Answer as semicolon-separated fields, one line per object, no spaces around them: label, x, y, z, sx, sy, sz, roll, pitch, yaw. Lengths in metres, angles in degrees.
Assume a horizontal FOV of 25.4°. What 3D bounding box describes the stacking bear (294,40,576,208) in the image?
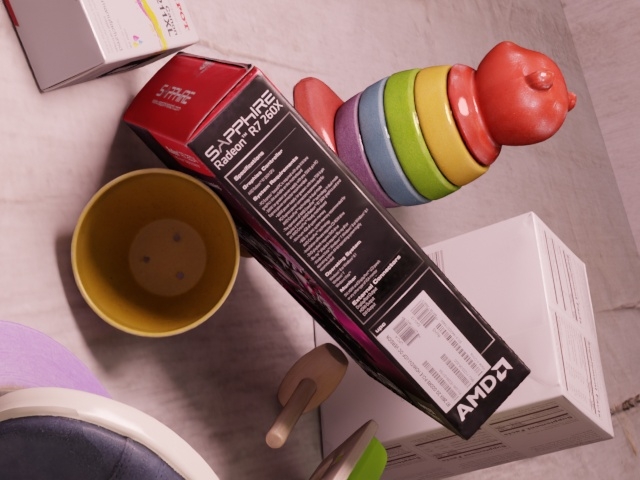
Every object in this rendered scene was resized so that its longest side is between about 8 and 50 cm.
stacking bear;0.141;-0.134;1.603;0.175;0.289;0.164;32;45;-54

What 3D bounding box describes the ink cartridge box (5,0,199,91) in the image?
ink cartridge box;-0.193;-0.211;1.236;0.175;0.072;0.127;-33;102;-64

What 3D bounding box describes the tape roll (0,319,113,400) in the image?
tape roll;-0.214;0.193;0.901;0.275;0.090;0.275;42;39;-46

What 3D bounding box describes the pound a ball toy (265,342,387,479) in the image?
pound a ball toy;-0.009;0.256;1.265;0.208;0.136;0.319;43;28;-1

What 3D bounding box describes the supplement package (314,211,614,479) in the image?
supplement package;0.143;0.121;1.465;0.145;0.261;0.204;38;41;-50

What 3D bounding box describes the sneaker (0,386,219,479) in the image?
sneaker;-0.099;0.244;0.838;0.350;0.131;0.148;58;24;-27

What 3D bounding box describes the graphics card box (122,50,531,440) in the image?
graphics card box;0.000;0.000;1.247;0.371;0.094;0.233;46;-8;-22

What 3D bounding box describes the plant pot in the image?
plant pot;-0.131;0.012;1.171;0.095;0.134;0.134;100;-27;-87

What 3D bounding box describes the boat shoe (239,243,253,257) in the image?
boat shoe;-0.088;-0.067;1.372;0.059;0.063;0.170;-65;140;-60
